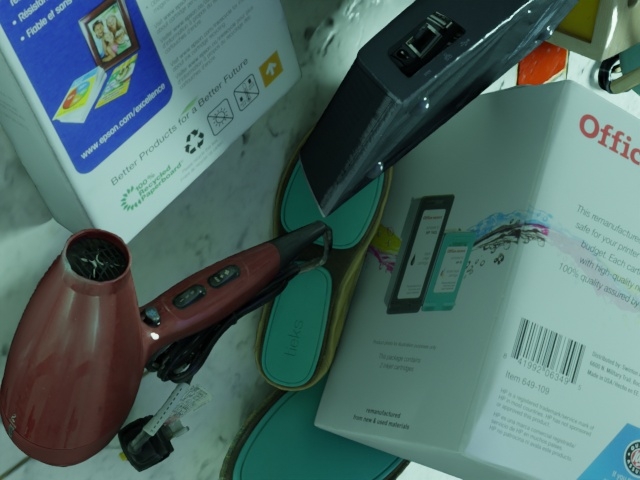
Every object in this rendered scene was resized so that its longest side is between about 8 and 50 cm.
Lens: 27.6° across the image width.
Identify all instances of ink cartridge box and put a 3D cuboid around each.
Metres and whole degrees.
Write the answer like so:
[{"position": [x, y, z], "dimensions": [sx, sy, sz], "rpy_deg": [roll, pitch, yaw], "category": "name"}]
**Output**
[{"position": [-0.121, -0.169, 0.669], "dimensions": [0.176, 0.069, 0.371], "rpy_deg": [-46, 147, -22], "category": "ink cartridge box"}, {"position": [0.158, 0.048, 0.983], "dimensions": [0.198, 0.197, 0.270], "rpy_deg": [24, 77, -28], "category": "ink cartridge box"}]

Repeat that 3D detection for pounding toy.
[{"position": [0.220, -0.185, 0.998], "dimensions": [0.094, 0.206, 0.181], "rpy_deg": [-27, 135, -41], "category": "pounding toy"}]

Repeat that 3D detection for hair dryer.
[{"position": [-0.107, 0.045, 0.811], "dimensions": [0.224, 0.080, 0.293], "rpy_deg": [-53, 165, 0], "category": "hair dryer"}]

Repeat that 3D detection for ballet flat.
[{"position": [0.000, 0.000, 0.979], "dimensions": [0.073, 0.080, 0.232], "rpy_deg": [-56, 165, -69], "category": "ballet flat"}, {"position": [0.047, 0.126, 1.100], "dimensions": [0.348, 0.123, 0.123], "rpy_deg": [-42, 143, -25], "category": "ballet flat"}]

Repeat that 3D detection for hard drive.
[{"position": [0.096, -0.130, 0.858], "dimensions": [0.254, 0.054, 0.172], "rpy_deg": [-39, 172, -29], "category": "hard drive"}]

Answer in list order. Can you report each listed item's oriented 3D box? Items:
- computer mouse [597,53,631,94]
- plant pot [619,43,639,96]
[{"position": [0.362, -0.202, 1.339], "dimensions": [0.242, 0.041, 0.071], "rpy_deg": [-33, 139, -36], "category": "computer mouse"}, {"position": [0.381, -0.275, 1.100], "dimensions": [0.293, 0.293, 0.235], "rpy_deg": [-42, 130, -28], "category": "plant pot"}]
